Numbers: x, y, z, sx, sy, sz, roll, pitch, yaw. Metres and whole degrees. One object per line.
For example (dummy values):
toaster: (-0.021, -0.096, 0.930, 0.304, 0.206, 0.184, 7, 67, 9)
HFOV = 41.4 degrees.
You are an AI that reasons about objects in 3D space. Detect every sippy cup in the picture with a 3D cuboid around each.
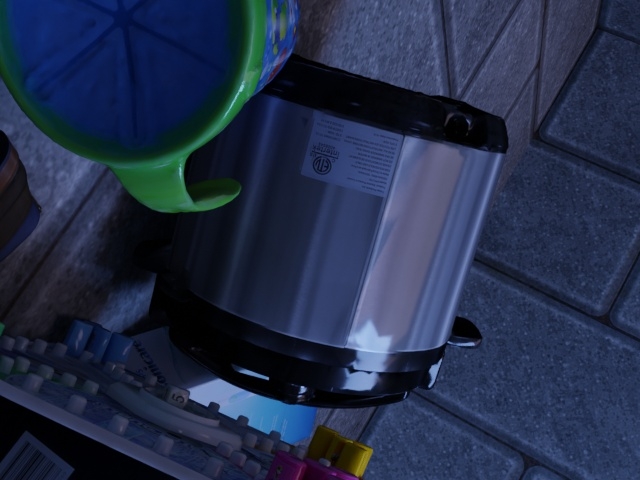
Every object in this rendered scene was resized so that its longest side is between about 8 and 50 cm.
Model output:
sippy cup: (-0.127, -0.198, 0.743, 0.305, 0.240, 0.224, -61, 174, 23)

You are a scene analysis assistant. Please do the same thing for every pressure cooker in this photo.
pressure cooker: (-0.002, 0.001, 1.034, 0.376, 0.370, 0.420, 1, 107, -50)

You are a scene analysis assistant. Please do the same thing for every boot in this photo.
boot: (-0.319, 0.017, 0.723, 0.219, 0.082, 0.106, -56, 157, -23)

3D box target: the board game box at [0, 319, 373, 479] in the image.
board game box: (-0.136, 0.159, 0.819, 0.390, 0.390, 0.050, 62, 51, -79)

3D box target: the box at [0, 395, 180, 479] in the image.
box: (-0.196, 0.302, 0.868, 0.179, 0.343, 0.312, -55, 135, -18)

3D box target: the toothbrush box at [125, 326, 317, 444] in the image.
toothbrush box: (-0.146, 0.219, 1.204, 0.296, 0.126, 0.216, -17, 135, -33)
